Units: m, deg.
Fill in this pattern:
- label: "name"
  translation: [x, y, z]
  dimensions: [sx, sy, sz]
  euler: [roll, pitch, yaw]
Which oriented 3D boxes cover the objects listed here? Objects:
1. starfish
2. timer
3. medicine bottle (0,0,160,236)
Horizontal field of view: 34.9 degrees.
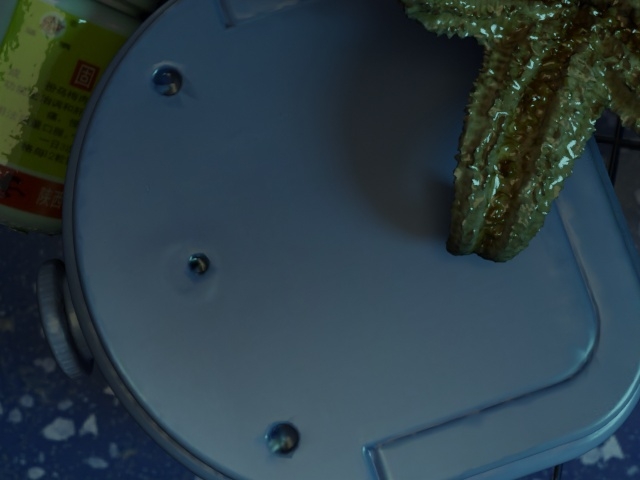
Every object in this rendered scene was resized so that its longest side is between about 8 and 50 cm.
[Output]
- label: "starfish"
  translation: [0.133, -0.151, 0.574]
  dimensions: [0.312, 0.113, 0.303]
  euler: [-12, 85, -12]
- label: "timer"
  translation: [0.000, 0.000, 0.690]
  dimensions: [0.395, 0.173, 0.395]
  euler: [0, 84, 0]
- label: "medicine bottle"
  translation: [-0.199, -0.129, 0.730]
  dimensions: [0.139, 0.139, 0.225]
  euler: [23, 97, 2]
